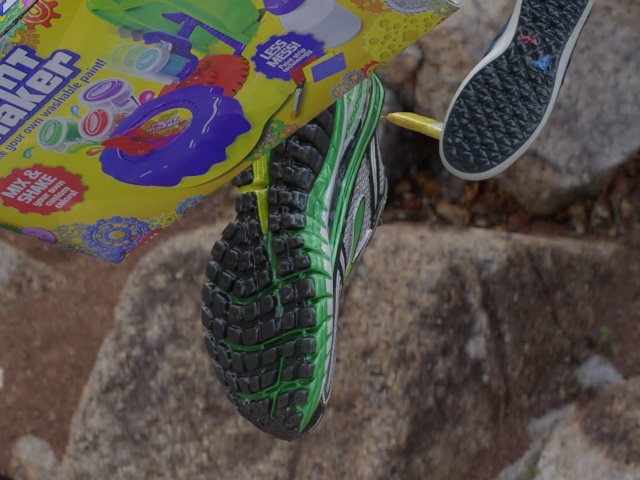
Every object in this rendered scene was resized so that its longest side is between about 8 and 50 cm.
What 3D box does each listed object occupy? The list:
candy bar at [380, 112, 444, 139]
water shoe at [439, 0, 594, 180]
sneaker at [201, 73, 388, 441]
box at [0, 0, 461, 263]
[{"bbox_3d":[0.127,-0.132,1.562,0.040,0.018,0.161,-2,17,-30],"label":"candy bar"},{"bbox_3d":[0.166,-0.136,1.060,0.073,0.080,0.203,31,97,11],"label":"water shoe"},{"bbox_3d":[0.000,0.000,1.124,0.134,0.343,0.146,7,-2,44],"label":"sneaker"},{"bbox_3d":[-0.106,-0.188,0.746,0.177,0.290,0.279,22,49,-39],"label":"box"}]
